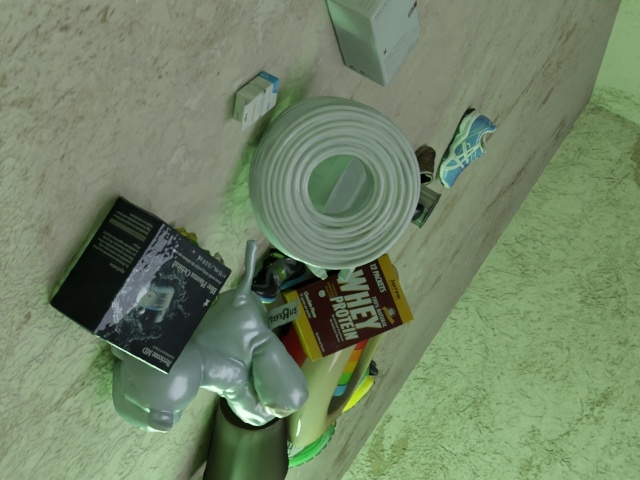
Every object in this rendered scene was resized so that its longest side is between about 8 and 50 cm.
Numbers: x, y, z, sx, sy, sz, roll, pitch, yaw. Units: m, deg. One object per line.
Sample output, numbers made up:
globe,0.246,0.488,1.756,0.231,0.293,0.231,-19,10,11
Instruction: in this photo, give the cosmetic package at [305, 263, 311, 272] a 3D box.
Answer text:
cosmetic package,0.000,0.000,2.056,0.115,0.041,0.060,-46,159,-39

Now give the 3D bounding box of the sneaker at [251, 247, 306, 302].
sneaker,-0.087,0.055,1.882,0.188,0.067,0.078,-33,128,-54

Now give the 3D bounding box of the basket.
basket,-0.138,0.385,2.120,0.204,0.154,0.227,-42,152,-39

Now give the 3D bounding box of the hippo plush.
hippo plush,-0.165,0.196,1.550,0.236,0.234,0.294,-33,174,-34

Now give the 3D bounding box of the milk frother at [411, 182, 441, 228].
milk frother,0.149,-0.062,2.217,0.129,0.135,0.143,-49,168,-49

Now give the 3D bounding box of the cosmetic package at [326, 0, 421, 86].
cosmetic package,0.085,-0.342,1.658,0.117,0.085,0.231,-58,165,-9

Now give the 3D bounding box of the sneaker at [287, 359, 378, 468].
sneaker,-0.027,0.379,2.533,0.343,0.134,0.146,-52,127,-5

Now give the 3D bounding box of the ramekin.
ramekin,0.008,-0.105,1.782,0.207,0.109,0.207,-52,163,-24

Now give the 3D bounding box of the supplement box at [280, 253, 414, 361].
supplement box,0.043,0.117,1.979,0.194,0.129,0.191,-22,-179,-6

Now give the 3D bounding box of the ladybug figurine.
ladybug figurine,0.009,0.222,2.243,0.449,0.162,0.305,-65,164,15

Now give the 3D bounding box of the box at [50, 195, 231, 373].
box,-0.217,0.058,1.340,0.158,0.093,0.156,-58,142,-7

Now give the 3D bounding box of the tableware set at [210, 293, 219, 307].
tableware set,-0.213,0.076,1.441,0.154,0.024,0.104,-29,108,-19

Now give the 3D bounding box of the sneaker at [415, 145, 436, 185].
sneaker,0.223,-0.149,2.411,0.188,0.071,0.066,-40,154,-49

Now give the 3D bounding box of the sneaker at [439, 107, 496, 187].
sneaker,0.358,-0.217,2.679,0.080,0.081,0.211,-34,151,-60

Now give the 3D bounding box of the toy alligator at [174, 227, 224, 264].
toy alligator,-0.189,0.025,1.530,0.051,0.056,0.190,-21,166,10

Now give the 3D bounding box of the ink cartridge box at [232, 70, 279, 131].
ink cartridge box,-0.093,-0.189,1.483,0.083,0.028,0.048,-46,158,-41

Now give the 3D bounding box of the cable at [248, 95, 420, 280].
cable,0.020,-0.084,1.622,0.257,0.257,0.089,-51,-162,3
